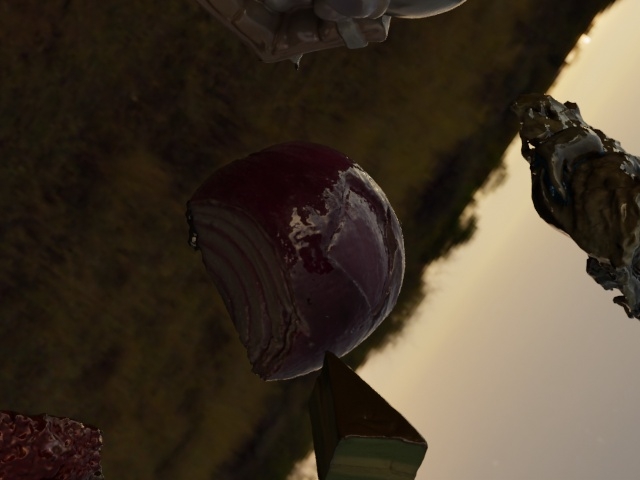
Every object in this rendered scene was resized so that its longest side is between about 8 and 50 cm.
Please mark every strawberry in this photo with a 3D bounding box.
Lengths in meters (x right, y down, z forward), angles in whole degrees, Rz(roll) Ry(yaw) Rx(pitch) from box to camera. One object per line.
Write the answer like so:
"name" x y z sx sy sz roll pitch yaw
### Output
"strawberry" -0.238 0.191 0.904 0.192 0.140 0.085 117 -36 -58

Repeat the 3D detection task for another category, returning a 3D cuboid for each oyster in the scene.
"oyster" 0.225 -0.045 0.938 0.083 0.222 0.214 -31 150 18

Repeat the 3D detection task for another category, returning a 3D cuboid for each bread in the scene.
"bread" 0.040 0.171 1.081 0.139 0.084 0.074 -104 -154 -62

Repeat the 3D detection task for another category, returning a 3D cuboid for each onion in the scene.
"onion" 0.000 0.000 1.264 0.248 0.250 0.111 -24 175 -26

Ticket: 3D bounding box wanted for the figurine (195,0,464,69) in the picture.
"figurine" 0.031 -0.207 0.767 0.237 0.141 0.162 -12 -139 38
